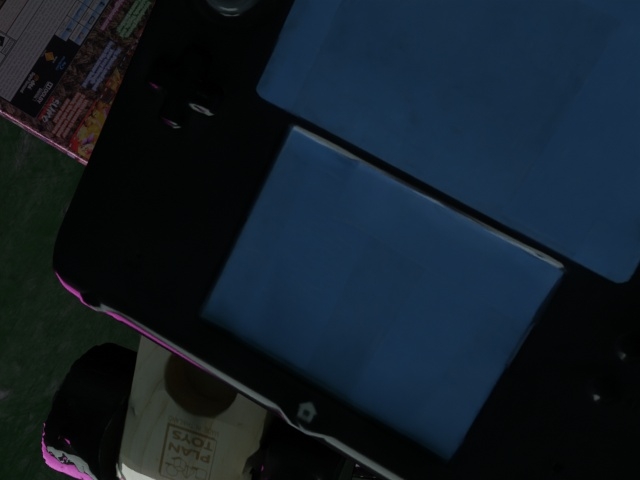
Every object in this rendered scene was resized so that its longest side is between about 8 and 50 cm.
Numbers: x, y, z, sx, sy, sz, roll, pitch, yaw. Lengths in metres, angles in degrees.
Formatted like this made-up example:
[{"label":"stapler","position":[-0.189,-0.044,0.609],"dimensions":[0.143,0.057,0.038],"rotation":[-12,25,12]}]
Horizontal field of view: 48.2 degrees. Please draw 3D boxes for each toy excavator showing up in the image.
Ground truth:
[{"label":"toy excavator","position":[-0.045,0.143,0.705],"dimensions":[0.222,0.432,0.445],"rotation":[15,-170,13]}]

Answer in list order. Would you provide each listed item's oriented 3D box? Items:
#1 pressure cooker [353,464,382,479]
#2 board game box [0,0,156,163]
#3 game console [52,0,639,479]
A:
[{"label":"pressure cooker","position":[0.103,0.167,1.108],"dimensions":[0.421,0.375,0.369],"rotation":[2,140,10]},{"label":"board game box","position":[-0.294,-0.222,0.972],"dimensions":[0.291,0.232,0.141],"rotation":[33,174,-17]},{"label":"game console","position":[0.064,-0.034,0.403],"dimensions":[0.387,0.342,0.060],"rotation":[29,-173,10]}]
